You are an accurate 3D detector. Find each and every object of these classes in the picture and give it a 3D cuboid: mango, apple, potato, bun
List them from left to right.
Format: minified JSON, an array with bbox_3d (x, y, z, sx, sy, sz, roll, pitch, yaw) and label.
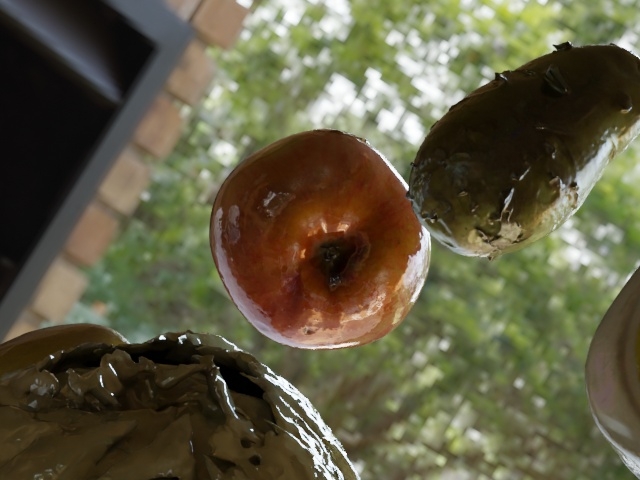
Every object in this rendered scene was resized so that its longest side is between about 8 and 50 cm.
[{"bbox_3d":[-0.243,0.126,1.462,0.130,0.195,0.092,-173,-118,-77],"label":"mango"},{"bbox_3d":[-0.100,0.134,1.038,0.259,0.152,0.259,-1,24,0],"label":"bun"},{"bbox_3d":[0.000,0.000,1.656,0.209,0.209,0.164,32,6,-6],"label":"apple"},{"bbox_3d":[0.155,-0.071,1.304,0.117,0.225,0.090,49,-27,8],"label":"potato"}]

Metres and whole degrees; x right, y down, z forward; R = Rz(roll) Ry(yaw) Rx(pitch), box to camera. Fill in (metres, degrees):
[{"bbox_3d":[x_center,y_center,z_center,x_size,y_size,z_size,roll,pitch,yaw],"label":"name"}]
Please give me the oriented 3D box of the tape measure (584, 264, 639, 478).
[{"bbox_3d":[0.299,0.056,1.100,0.231,0.271,0.133,32,-9,47],"label":"tape measure"}]
